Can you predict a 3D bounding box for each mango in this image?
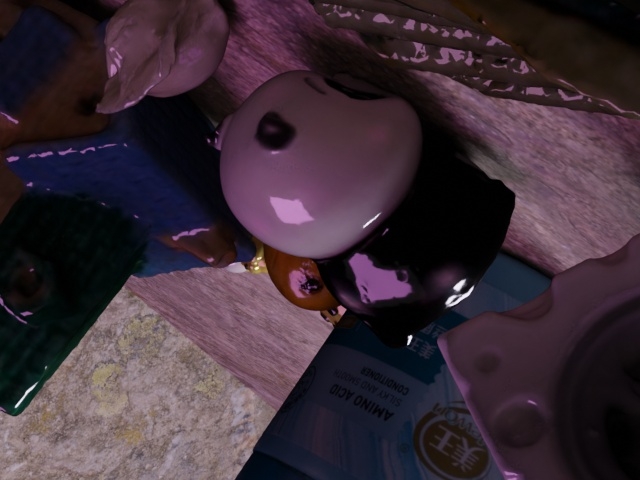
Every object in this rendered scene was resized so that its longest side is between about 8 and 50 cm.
[{"bbox_3d":[0.000,0.000,1.504,0.113,0.138,0.253,-2,-175,3],"label":"mango"}]

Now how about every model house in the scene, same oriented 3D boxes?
[{"bbox_3d":[-0.291,-0.037,1.491,0.342,0.382,0.334,32,170,32],"label":"model house"}]

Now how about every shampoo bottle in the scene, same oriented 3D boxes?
[{"bbox_3d":[0.130,0.211,1.470,0.331,0.343,0.331,32,167,8],"label":"shampoo bottle"}]

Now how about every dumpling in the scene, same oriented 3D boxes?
[{"bbox_3d":[-0.147,-0.158,1.254,0.100,0.134,0.169,42,168,-35],"label":"dumpling"}]

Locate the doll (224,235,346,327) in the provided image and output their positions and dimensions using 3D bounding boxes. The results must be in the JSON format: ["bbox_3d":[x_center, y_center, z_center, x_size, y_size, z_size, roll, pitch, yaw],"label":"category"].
[{"bbox_3d":[-0.033,0.028,1.790,0.291,0.086,0.117,31,127,21],"label":"doll"}]

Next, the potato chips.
[{"bbox_3d":[0.139,-0.088,0.701,0.429,0.070,0.358,21,-174,31],"label":"potato chips"}]

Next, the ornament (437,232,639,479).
[{"bbox_3d":[0.253,0.149,0.965,0.239,0.240,0.240,65,-176,30],"label":"ornament"}]

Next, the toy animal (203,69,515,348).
[{"bbox_3d":[0.027,-0.043,1.188,0.235,0.165,0.187,40,163,-19],"label":"toy animal"}]
